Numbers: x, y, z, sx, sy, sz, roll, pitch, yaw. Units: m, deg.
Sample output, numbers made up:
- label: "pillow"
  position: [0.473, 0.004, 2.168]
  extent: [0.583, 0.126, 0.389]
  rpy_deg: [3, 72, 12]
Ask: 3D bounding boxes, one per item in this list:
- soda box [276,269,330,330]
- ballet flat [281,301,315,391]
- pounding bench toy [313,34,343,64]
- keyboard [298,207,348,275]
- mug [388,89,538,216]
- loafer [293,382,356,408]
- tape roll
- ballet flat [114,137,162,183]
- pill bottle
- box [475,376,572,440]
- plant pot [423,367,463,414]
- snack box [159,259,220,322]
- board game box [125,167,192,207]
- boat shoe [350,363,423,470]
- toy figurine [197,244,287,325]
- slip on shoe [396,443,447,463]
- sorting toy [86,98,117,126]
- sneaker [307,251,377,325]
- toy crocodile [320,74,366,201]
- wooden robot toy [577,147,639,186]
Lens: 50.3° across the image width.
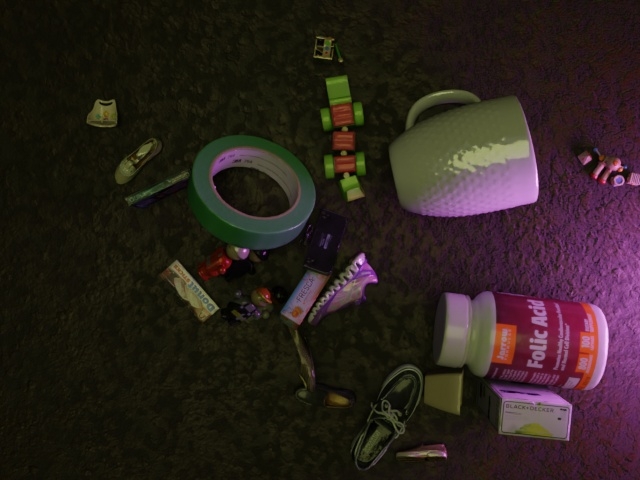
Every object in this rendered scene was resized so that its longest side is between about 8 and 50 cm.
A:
- label: "soda box"
  position: [-0.041, 0.144, 1.801]
  extent: [0.063, 0.058, 0.183]
  rpy_deg: [33, 63, 2]
- label: "ballet flat"
  position: [-0.060, 0.285, 1.824]
  extent: [0.058, 0.084, 0.249]
  rpy_deg: [-12, 84, -12]
- label: "pounding bench toy"
  position: [0.026, -0.515, 1.841]
  extent: [0.083, 0.052, 0.065]
  rpy_deg: [8, 90, 2]
- label: "keyboard"
  position: [0.000, 0.000, 1.824]
  extent: [0.108, 0.023, 0.180]
  rpy_deg: [20, 66, -4]
- label: "mug"
  position: [0.343, -0.236, 1.745]
  extent: [0.328, 0.276, 0.373]
  rpy_deg: [-12, 59, 9]
- label: "loafer"
  position: [0.011, 0.421, 1.833]
  extent: [0.170, 0.061, 0.062]
  rpy_deg: [3, 91, 3]
- label: "tape roll"
  position: [-0.175, -0.127, 1.739]
  extent: [0.322, 0.077, 0.321]
  rpy_deg: [11, 52, -15]
- label: "ballet flat"
  position: [-0.504, -0.222, 1.858]
  extent: [0.168, 0.052, 0.057]
  rpy_deg: [-45, 89, 1]
- label: "pill bottle"
  position: [0.497, 0.248, 1.736]
  extent: [0.393, 0.224, 0.223]
  rpy_deg: [7, 90, 2]
- label: "box"
  position: [0.497, 0.410, 1.703]
  extent: [0.169, 0.290, 0.087]
  rpy_deg: [5, 90, 1]
- label: "plant pot"
  position: [0.326, 0.393, 1.807]
  extent: [0.096, 0.109, 0.108]
  rpy_deg: [3, 90, 15]
- label: "snack box"
  position: [-0.357, 0.139, 1.866]
  extent: [0.064, 0.022, 0.178]
  rpy_deg: [-42, 88, 0]
- label: "board game box"
  position: [-0.415, -0.139, 1.818]
  extent: [0.186, 0.126, 0.026]
  rpy_deg: [-26, 89, 1]
- label: "boat shoe"
  position: [0.176, 0.469, 1.806]
  extent: [0.113, 0.105, 0.306]
  rpy_deg: [37, 91, 2]
- label: "toy figurine"
  position: [-0.190, 0.104, 1.759]
  extent: [0.148, 0.213, 0.209]
  rpy_deg: [-33, 75, 10]
- label: "slip on shoe"
  position: [0.271, 0.570, 1.836]
  extent: [0.136, 0.051, 0.041]
  rpy_deg: [-6, 50, 10]
- label: "sorting toy"
  position: [-0.590, -0.352, 1.869]
  extent: [0.083, 0.045, 0.075]
  rpy_deg: [1, 83, 2]
- label: "sneaker"
  position: [0.064, 0.147, 1.822]
  extent: [0.104, 0.095, 0.236]
  rpy_deg: [42, 90, -6]
- label: "toy crocodile"
  position: [0.062, -0.271, 1.813]
  extent: [0.115, 0.105, 0.340]
  rpy_deg: [-4, 89, 2]
- label: "wooden robot toy"
  position: [0.770, -0.189, 1.802]
  extent: [0.173, 0.079, 0.076]
  rpy_deg: [31, 91, 2]
